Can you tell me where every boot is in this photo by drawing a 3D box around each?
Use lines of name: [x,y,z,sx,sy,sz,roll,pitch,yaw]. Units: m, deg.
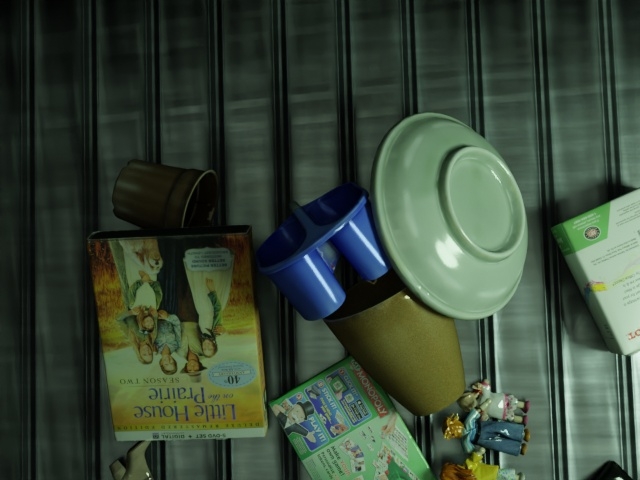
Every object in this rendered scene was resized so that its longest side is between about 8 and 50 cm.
boot: [-0.360,0.455,1.784,0.118,0.042,0.087,-39,91,1]

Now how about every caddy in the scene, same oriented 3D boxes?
caddy: [0.000,0.000,1.661,0.241,0.341,0.179,-38,102,0]

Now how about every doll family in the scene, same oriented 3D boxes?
doll family: [0.309,0.399,1.707,0.163,0.118,0.263,9,85,3]

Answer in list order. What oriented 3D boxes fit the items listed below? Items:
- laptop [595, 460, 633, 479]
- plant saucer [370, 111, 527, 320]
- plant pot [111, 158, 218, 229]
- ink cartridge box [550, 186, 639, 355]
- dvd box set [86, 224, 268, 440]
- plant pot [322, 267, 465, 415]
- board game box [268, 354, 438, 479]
laptop: [0.534,0.721,1.721,0.382,0.236,0.408,46,61,5]
plant saucer: [0.269,-0.058,1.635,0.400,0.100,0.400,15,66,-36]
plant pot: [-0.310,-0.082,1.767,0.165,0.167,0.167,18,87,12]
ink cartridge box: [0.600,0.056,1.718,0.201,0.117,0.278,-24,84,1]
dvd box set: [-0.268,0.183,1.711,0.308,0.062,0.420,-2,107,4]
plant pot: [0.167,0.194,1.697,0.237,0.237,0.254,-30,100,1]
board game box: [0.068,0.403,1.758,0.213,0.046,0.317,-30,85,0]
